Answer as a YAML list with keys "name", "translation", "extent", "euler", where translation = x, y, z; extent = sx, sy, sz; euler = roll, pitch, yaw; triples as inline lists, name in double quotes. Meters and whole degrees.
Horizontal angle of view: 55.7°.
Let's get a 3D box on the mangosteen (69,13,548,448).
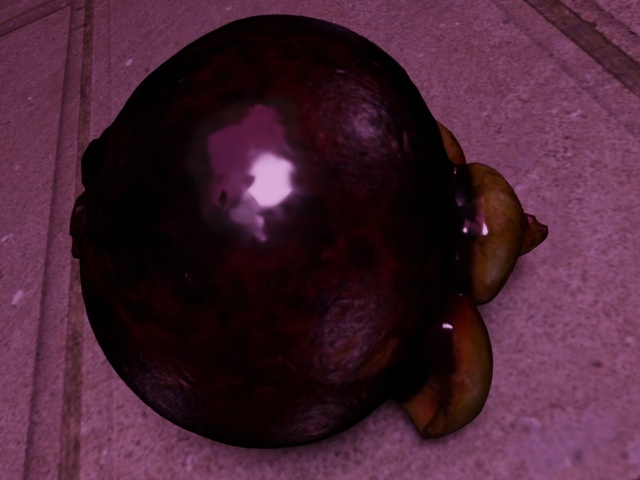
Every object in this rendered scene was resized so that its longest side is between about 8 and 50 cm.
- name: "mangosteen"
  translation: [0.000, 0.000, 0.457]
  extent: [0.346, 0.307, 0.307]
  euler: [10, 50, -8]
